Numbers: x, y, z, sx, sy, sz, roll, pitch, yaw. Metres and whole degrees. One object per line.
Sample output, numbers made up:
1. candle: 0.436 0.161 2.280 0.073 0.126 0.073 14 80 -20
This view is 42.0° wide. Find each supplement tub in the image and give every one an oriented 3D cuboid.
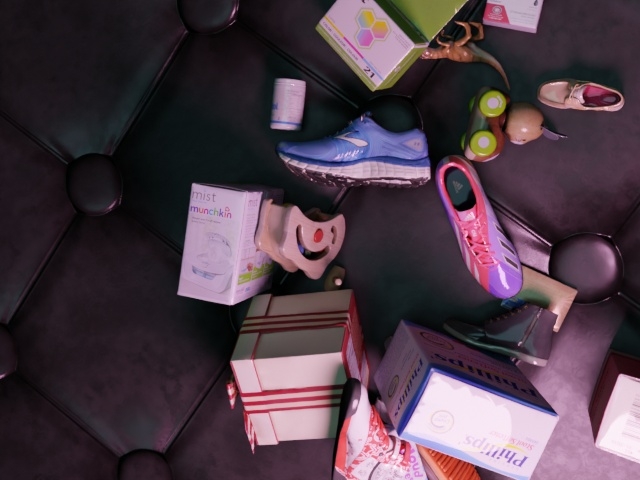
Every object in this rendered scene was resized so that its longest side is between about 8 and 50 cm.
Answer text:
1. supplement tub: -0.070 -0.291 1.792 0.071 0.071 0.107 6 95 13

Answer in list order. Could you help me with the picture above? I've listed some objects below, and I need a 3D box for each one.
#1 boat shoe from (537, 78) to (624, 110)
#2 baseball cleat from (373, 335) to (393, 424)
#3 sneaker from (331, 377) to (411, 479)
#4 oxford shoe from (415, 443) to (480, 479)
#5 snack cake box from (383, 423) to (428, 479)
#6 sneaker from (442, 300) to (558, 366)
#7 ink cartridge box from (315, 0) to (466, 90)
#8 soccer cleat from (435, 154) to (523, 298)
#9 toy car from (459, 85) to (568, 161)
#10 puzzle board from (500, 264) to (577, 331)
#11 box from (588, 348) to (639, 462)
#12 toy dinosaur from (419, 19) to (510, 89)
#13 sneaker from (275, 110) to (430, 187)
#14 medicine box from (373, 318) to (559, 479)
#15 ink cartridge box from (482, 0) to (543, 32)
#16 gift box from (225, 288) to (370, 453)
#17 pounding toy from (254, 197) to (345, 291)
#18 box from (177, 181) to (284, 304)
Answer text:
1. boat shoe: 0.517 -0.291 1.652 0.170 0.059 0.063 7 96 13
2. baseball cleat: 0.153 0.312 1.782 0.109 0.072 0.206 -20 88 14
3. sneaker: 0.105 0.368 1.584 0.145 0.090 0.270 5 125 -2
4. oxford shoe: 0.288 0.571 1.745 0.133 0.130 0.364 -41 77 28
5. snack cake box: 0.150 0.525 1.755 0.152 0.089 0.264 -20 89 55
6. sneaker: 0.371 0.170 1.717 0.222 0.083 0.118 17 90 16
7. ink cartridge box: 0.143 -0.459 1.677 0.189 0.097 0.255 49 121 8
8. soccer cleat: 0.316 -0.023 1.692 0.108 0.116 0.318 -23 89 16
9. toy car: 0.387 -0.217 1.653 0.188 0.155 0.149 12 97 0
10. puzzle board: 0.451 0.119 1.725 0.128 0.011 0.096 25 101 11
11. box: 0.597 0.313 1.589 0.127 0.232 0.148 17 98 12
12. toy dinosaur: 0.305 -0.389 1.706 0.211 0.064 0.112 17 114 22
13. sneaker: 0.068 -0.193 1.754 0.330 0.130 0.147 3 81 10
14. medicine box: 0.269 0.299 1.605 0.263 0.289 0.149 21 99 -10
15. ink cartridge box: 0.394 -0.502 1.665 0.109 0.063 0.150 13 98 13
16. gift box: -0.046 0.279 1.714 0.258 0.255 0.276 -5 115 12
17. pounding toy: 0.000 0.000 1.726 0.155 0.269 0.154 15 75 34
18. box: -0.177 -0.003 1.743 0.127 0.262 0.231 9 97 13
